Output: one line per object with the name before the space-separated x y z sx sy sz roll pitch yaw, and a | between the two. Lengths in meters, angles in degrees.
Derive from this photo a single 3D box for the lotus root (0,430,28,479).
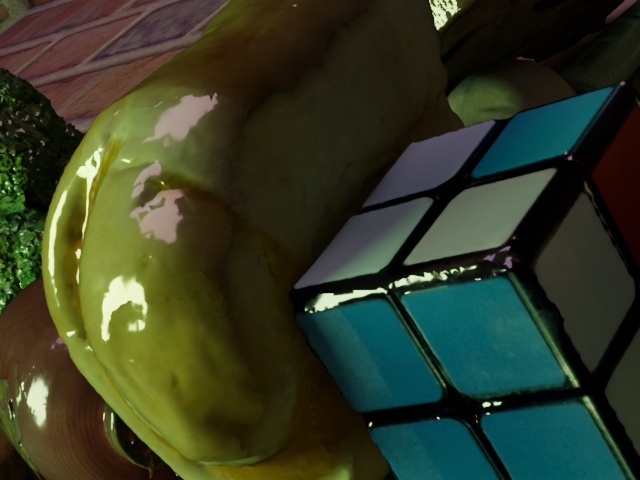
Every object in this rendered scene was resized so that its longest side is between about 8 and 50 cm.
lotus root | -0.291 0.192 1.354 0.258 0.110 0.097 -87 16 -73

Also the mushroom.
mushroom | 0.135 -0.070 1.345 0.116 0.093 0.225 -1 28 25

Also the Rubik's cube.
Rubik's cube | 0.119 0.040 0.971 0.167 0.183 0.180 -12 26 42

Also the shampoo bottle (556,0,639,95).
shampoo bottle | 0.267 -0.174 1.469 0.069 0.041 0.190 -7 31 52

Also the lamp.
lamp | -0.157 0.111 1.259 0.180 0.180 0.258 -37 18 -14

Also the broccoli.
broccoli | -0.371 -0.032 1.737 0.413 0.310 0.321 15 46 17

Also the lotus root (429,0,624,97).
lotus root | 0.135 -0.200 1.442 0.390 0.111 0.375 -29 -4 -4

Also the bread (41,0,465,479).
bread | -0.042 0.012 1.091 0.210 0.300 0.341 -7 31 33
